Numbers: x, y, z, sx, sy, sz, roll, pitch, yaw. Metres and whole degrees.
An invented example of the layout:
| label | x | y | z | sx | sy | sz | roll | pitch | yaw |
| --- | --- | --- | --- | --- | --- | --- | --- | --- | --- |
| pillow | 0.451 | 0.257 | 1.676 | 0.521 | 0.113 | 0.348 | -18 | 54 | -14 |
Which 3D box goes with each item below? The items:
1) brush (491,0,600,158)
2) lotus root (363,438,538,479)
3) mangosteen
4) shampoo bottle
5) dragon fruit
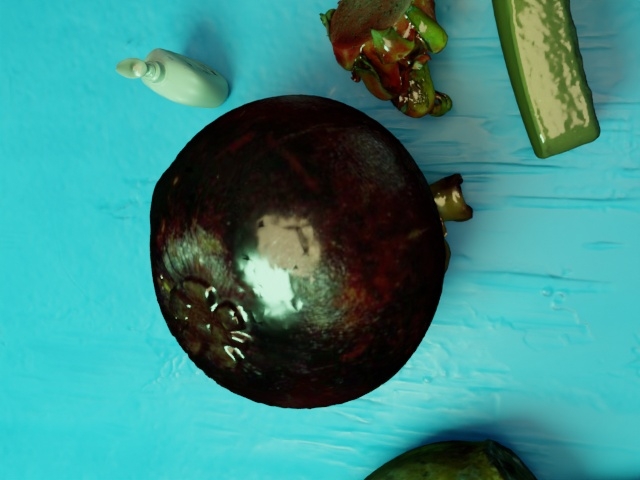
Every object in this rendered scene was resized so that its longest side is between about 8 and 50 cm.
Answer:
| label | x | y | z | sx | sy | sz | roll | pitch | yaw |
| --- | --- | --- | --- | --- | --- | --- | --- | --- | --- |
| brush | 0.203 | -0.177 | 0.616 | 0.059 | 0.123 | 0.197 | -14 | 94 | 12 |
| lotus root | 0.094 | 0.362 | 0.665 | 0.250 | 0.250 | 0.346 | 38 | 98 | 8 |
| mangosteen | -0.016 | 0.003 | 0.633 | 0.297 | 0.293 | 0.297 | 17 | 142 | 14 |
| shampoo bottle | -0.154 | -0.172 | 0.699 | 0.077 | 0.152 | 0.045 | 34 | 103 | 8 |
| dragon fruit | 0.066 | -0.197 | 0.663 | 0.138 | 0.142 | 0.175 | -2 | 122 | 54 |
